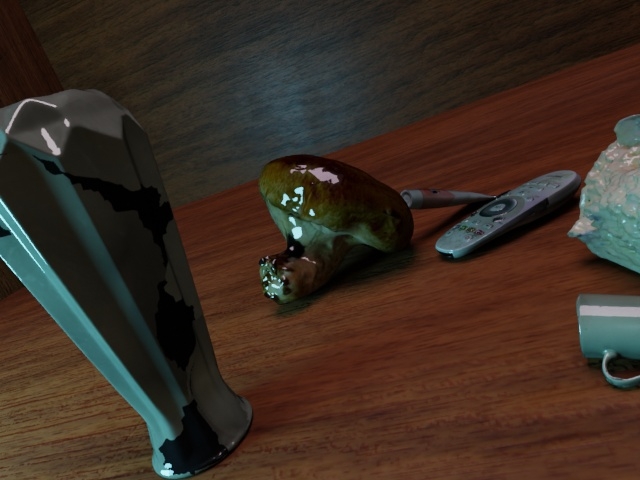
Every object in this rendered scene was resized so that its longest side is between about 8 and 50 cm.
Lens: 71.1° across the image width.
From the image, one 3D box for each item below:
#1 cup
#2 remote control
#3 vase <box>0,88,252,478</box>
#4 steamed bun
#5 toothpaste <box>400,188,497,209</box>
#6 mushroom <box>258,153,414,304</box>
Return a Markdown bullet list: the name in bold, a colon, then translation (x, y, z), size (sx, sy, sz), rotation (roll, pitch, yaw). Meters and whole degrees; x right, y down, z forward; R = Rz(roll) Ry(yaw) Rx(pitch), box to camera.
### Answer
- **cup**: translation (0.253, 0.074, 0.355), size (0.083, 0.054, 0.075), rotation (-5, 22, 38)
- **remote control**: translation (0.290, -0.040, 0.691), size (0.256, 0.045, 0.097), rotation (-27, 16, -8)
- **vase**: translation (-0.189, 0.051, 0.433), size (0.165, 0.360, 0.165), rotation (-19, 16, 6)
- **steamed bun**: translation (0.359, -0.052, 0.424), size (0.200, 0.170, 0.225), rotation (-31, 17, -13)
- **toothpaste**: translation (0.231, -0.076, 0.806), size (0.205, 0.036, 0.056), rotation (-5, 10, -31)
- **mushroom**: translation (0.006, -0.034, 0.774), size (0.254, 0.267, 0.267), rotation (-45, 11, 16)
